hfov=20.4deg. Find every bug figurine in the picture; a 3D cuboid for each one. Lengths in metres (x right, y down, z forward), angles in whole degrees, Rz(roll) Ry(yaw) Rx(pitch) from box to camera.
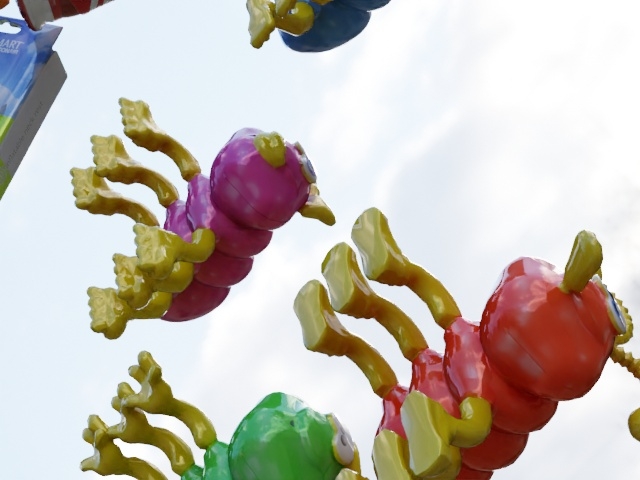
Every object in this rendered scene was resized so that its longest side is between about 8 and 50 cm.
[{"bbox_3d":[0.000,0.000,0.561,0.072,0.279,0.216,21,-50,-31],"label":"bug figurine"}]

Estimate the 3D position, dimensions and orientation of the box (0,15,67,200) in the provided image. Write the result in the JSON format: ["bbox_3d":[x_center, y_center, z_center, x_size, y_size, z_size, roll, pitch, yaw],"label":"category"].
[{"bbox_3d":[-0.278,-0.098,1.403,0.042,0.109,0.178,71,-143,-54],"label":"box"}]

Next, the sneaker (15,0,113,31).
[{"bbox_3d":[-0.197,-0.280,1.356,0.128,0.087,0.221,-18,-63,-10],"label":"sneaker"}]

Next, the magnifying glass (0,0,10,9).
[{"bbox_3d":[-0.321,-0.305,1.556,0.026,0.092,0.231,-30,-52,-15],"label":"magnifying glass"}]
